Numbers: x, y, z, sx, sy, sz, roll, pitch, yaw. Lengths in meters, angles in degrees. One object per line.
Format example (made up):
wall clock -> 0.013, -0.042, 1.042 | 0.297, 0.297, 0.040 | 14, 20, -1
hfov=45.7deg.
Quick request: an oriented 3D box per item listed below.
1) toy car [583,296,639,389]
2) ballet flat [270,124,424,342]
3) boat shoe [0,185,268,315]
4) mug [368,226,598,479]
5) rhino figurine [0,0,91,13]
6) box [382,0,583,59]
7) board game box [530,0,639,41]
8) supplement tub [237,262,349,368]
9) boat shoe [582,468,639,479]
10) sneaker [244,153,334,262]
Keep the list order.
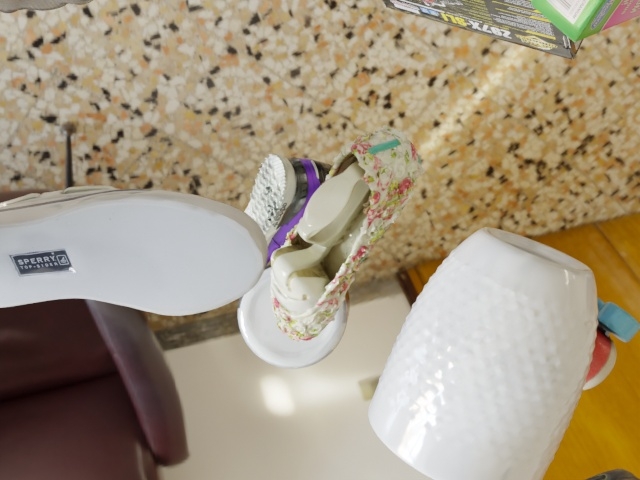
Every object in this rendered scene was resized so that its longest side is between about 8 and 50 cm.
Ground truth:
toy car -> 0.402, 0.151, 1.387 | 0.238, 0.210, 0.219 | 39, 94, -15
ballet flat -> 0.000, 0.000, 0.666 | 0.077, 0.091, 0.241 | -10, 138, -47
boat shoe -> -0.162, 0.000, 0.579 | 0.267, 0.088, 0.096 | -7, 116, 18
mug -> 0.255, 0.150, 1.165 | 0.276, 0.374, 0.328 | 20, 103, -3
rhino figurine -> -0.395, -0.329, 0.974 | 0.243, 0.106, 0.073 | -12, 122, -12
box -> 0.202, -0.370, 1.055 | 0.257, 0.322, 0.079 | 17, 96, -65
board game box -> 0.370, -0.335, 0.715 | 0.316, 0.064, 0.242 | -27, 157, -31
supplement tub -> -0.044, 0.134, 1.543 | 0.207, 0.207, 0.338 | -25, 179, 4
boat shoe -> 0.172, 0.259, 0.613 | 0.223, 0.073, 0.080 | -32, 104, 8
sneaker -> -0.053, -0.030, 1.235 | 0.146, 0.102, 0.293 | -6, 153, -30
